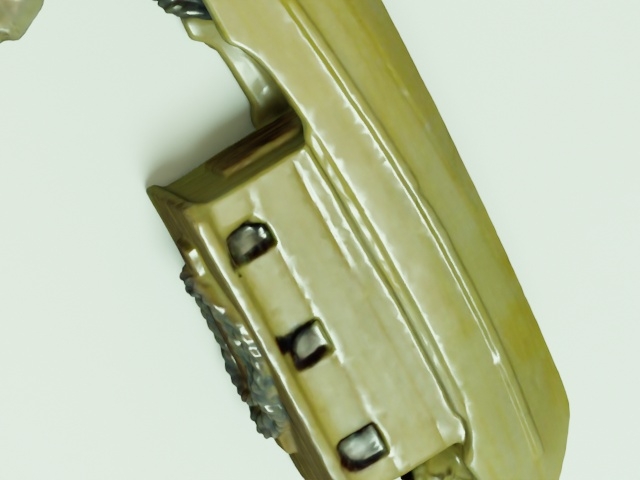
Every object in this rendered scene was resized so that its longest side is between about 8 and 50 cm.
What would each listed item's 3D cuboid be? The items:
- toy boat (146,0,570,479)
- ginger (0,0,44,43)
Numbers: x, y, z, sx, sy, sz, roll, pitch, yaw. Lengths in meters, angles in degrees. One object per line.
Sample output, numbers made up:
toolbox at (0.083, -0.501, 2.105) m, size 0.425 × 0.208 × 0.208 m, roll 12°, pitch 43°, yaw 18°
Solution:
toy boat at (0.000, 0.000, 0.512) m, size 0.077 × 0.057 × 0.200 m, roll -30°, pitch 107°, yaw -12°
ginger at (-0.110, -0.093, 0.441) m, size 0.166 × 0.080 × 0.333 m, roll 26°, pitch 77°, yaw -17°
